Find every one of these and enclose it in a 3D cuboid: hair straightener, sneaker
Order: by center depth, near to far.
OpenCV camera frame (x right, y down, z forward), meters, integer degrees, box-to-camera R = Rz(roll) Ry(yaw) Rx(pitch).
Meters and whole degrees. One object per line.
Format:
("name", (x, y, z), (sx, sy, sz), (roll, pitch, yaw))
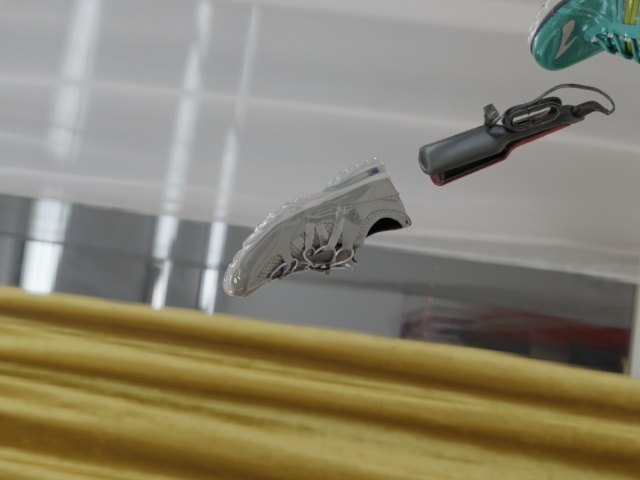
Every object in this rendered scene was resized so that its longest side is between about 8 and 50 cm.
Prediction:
("sneaker", (0.331, -0.229, 1.166), (0.107, 0.275, 0.110), (12, -111, -41))
("hair straightener", (0.216, -0.123, 1.277), (0.089, 0.230, 0.047), (31, -133, -60))
("sneaker", (0.000, 0.000, 1.478), (0.115, 0.281, 0.105), (53, 162, 10))
